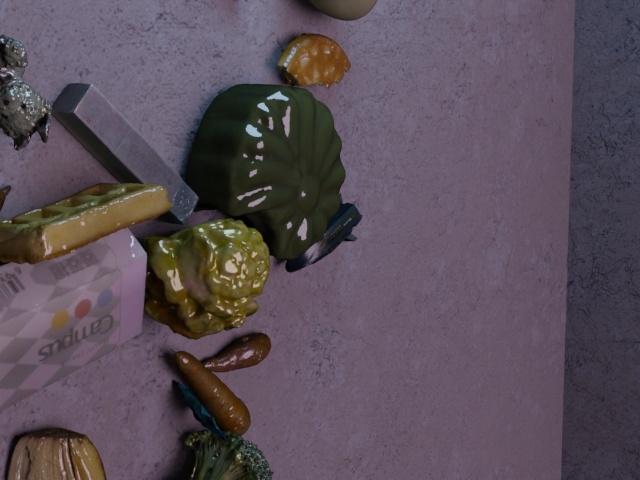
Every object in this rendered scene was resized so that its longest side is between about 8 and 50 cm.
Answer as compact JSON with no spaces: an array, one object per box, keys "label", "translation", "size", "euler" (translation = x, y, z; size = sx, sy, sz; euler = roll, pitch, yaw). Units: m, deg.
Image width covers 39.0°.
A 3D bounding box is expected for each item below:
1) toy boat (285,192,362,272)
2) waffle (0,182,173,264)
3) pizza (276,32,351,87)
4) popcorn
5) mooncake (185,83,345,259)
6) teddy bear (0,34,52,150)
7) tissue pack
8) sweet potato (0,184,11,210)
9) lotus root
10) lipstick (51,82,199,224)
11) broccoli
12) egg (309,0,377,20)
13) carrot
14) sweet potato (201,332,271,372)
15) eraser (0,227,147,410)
[{"label":"toy boat","translation":[0.000,0.000,2.012],"size":[0.246,0.093,0.103],"euler":[-45,122,-40]},{"label":"waffle","translation":[-0.386,-0.034,1.440],"size":[0.274,0.168,0.057],"euler":[-27,112,-45]},{"label":"pizza","translation":[-0.019,-0.384,1.945],"size":[0.246,0.058,0.127],"euler":[-32,120,-47]},{"label":"popcorn","translation":[-0.213,0.069,1.637],"size":[0.259,0.259,0.212],"euler":[-23,92,-49]},{"label":"mooncake","translation":[-0.094,-0.140,1.792],"size":[0.351,0.187,0.351],"euler":[-9,102,-50]},{"label":"teddy bear","translation":[-0.480,-0.239,1.332],"size":[0.133,0.111,0.213],"euler":[-31,119,4]},{"label":"tissue pack","translation":[-0.233,0.328,1.739],"size":[0.028,0.138,0.085],"euler":[-38,133,-12]},{"label":"sweet potato","translation":[-0.509,-0.053,1.380],"size":[0.117,0.049,0.049],"euler":[-55,137,-48]},{"label":"lotus root","translation":[-0.441,0.380,1.517],"size":[0.159,0.095,0.135],"euler":[-3,95,-12]},{"label":"lipstick","translation":[-0.331,-0.144,1.570],"size":[0.317,0.068,0.066],"euler":[51,58,-45]},{"label":"broccoli","translation":[-0.260,0.517,1.729],"size":[0.361,0.252,0.221],"euler":[-17,110,-14]},{"label":"egg","translation":[0.041,-0.569,1.881],"size":[0.189,0.188,0.254],"euler":[-61,143,-26]},{"label":"carrot","translation":[-0.222,0.289,1.781],"size":[0.078,0.078,0.298],"euler":[-58,139,-28]},{"label":"sweet potato","translation":[-0.164,0.237,1.865],"size":[0.226,0.068,0.068],"euler":[-19,112,-49]},{"label":"eraser","translation":[-0.447,0.127,1.432],"size":[0.397,0.082,0.213],"euler":[-29,138,-46]}]
